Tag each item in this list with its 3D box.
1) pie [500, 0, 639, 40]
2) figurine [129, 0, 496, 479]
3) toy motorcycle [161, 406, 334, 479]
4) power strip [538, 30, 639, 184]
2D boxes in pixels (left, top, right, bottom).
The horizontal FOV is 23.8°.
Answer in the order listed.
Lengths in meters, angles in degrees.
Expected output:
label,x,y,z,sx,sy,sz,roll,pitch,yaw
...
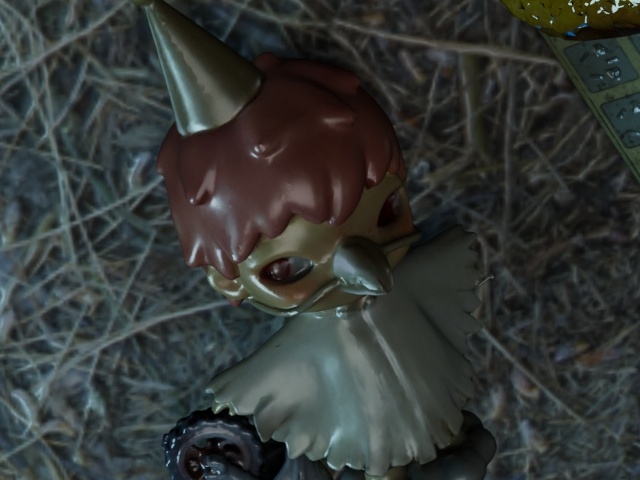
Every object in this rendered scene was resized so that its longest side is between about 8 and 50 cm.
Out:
label,x,y,z,sx,sy,sz,roll,pitch,yaw
pie,0.165,-0.234,0.808,0.069,0.273,0.273,5,112,-28
figurine,0.000,0.000,0.928,0.207,0.166,0.387,-29,116,-13
toy motorcycle,-0.060,0.210,1.052,0.123,0.080,0.215,9,115,-8
power strip,0.216,-0.093,0.964,0.092,0.034,0.268,-16,120,43
